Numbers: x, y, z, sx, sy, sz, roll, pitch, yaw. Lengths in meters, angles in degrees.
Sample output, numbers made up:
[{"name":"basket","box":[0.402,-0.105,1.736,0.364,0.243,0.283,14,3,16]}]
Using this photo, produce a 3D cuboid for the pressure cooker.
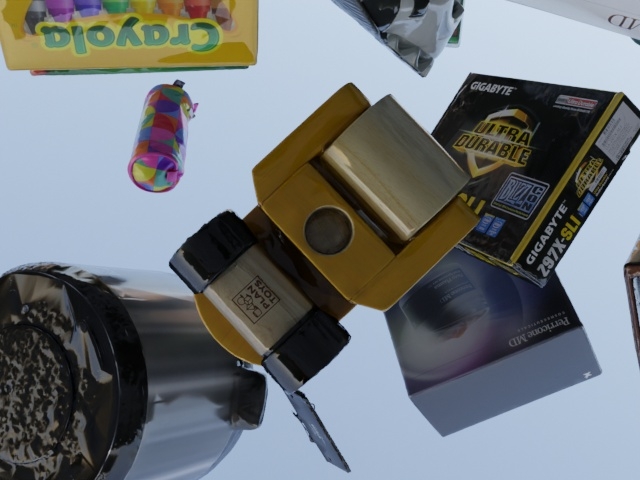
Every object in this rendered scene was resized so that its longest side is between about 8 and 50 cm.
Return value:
[{"name":"pressure cooker","box":[-0.304,0.220,1.260,0.370,0.375,0.420,52,-164,19]}]

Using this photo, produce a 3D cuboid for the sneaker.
[{"name":"sneaker","box":[0.107,-0.350,1.144,0.122,0.146,0.330,46,-165,23]}]

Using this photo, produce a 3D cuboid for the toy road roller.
[{"name":"toy road roller","box":[0.000,0.000,0.949,0.329,0.240,0.202,-43,-91,0]}]

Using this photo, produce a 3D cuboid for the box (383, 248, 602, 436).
[{"name":"box","box":[0.274,0.127,1.405,0.296,0.182,0.294,-25,-132,12]}]

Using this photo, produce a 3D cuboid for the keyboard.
[{"name":"keyboard","box":[-0.003,0.319,1.440,0.038,0.192,0.100,-39,-152,-25]}]

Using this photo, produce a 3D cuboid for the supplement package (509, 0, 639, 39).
[{"name":"supplement package","box":[0.113,-0.194,0.268,0.194,0.203,0.149,18,-113,5]}]

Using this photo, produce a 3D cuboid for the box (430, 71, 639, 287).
[{"name":"box","box":[0.257,-0.100,1.152,0.079,0.257,0.322,31,-179,-30]}]

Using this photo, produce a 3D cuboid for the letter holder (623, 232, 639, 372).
[{"name":"letter holder","box":[0.547,0.075,1.168,0.152,0.214,0.302,-2,-161,32]}]

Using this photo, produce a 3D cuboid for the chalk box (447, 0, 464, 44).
[{"name":"chalk box","box":[0.272,-0.588,2.071,0.179,0.180,0.289,7,-170,9]}]

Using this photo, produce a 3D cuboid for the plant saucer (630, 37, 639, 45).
[{"name":"plant saucer","box":[0.446,-0.285,1.027,0.119,0.119,0.021,7,-118,-15]}]

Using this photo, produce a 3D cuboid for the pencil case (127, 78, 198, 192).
[{"name":"pencil case","box":[-0.283,-0.190,1.485,0.105,0.104,0.236,12,-137,-10]}]

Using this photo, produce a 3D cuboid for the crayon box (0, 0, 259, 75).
[{"name":"crayon box","box":[-0.146,-0.237,0.602,0.202,0.318,0.081,-4,-133,-7]}]
